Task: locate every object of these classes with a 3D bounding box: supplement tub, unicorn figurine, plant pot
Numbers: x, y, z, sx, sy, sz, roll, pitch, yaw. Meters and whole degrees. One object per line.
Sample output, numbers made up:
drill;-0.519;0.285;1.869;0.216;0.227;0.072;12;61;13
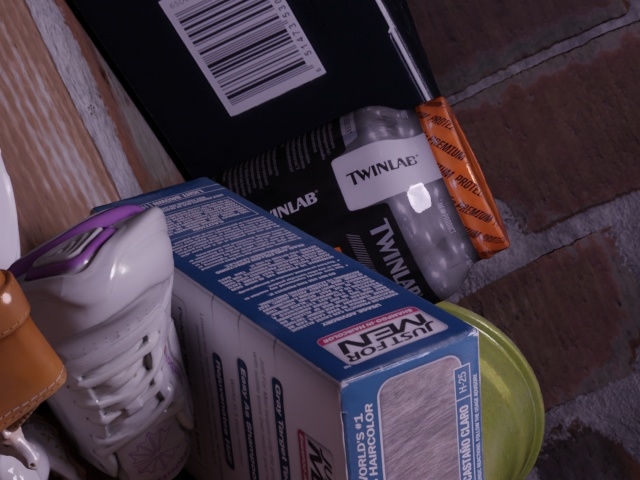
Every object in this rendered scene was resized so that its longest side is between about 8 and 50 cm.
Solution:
supplement tub;0.000;0.000;1.362;0.193;0.316;0.193;61;11;-21
unicorn figurine;-0.174;0.142;0.885;0.111;0.060;0.162;67;-10;-8
plant pot;0.077;0.234;1.489;0.276;0.276;0.254;63;22;-16

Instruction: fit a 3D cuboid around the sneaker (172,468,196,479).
sneaker;-0.055;0.219;1.191;0.286;0.109;0.130;-42;114;-78

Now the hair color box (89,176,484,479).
hair color box;-0.032;0.091;1.006;0.347;0.105;0.174;31;-48;53

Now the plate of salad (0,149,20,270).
plate of salad;-0.242;-0.031;0.924;0.200;0.048;0.199;-15;90;-79

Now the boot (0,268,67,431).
boot;-0.170;-0.018;0.593;0.220;0.283;0.109;54;9;-19

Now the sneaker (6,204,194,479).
sneaker;-0.118;0.071;0.913;0.152;0.114;0.305;59;-11;8

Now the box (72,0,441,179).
box;-0.097;-0.344;1.732;0.480;0.297;0.471;58;14;-35
